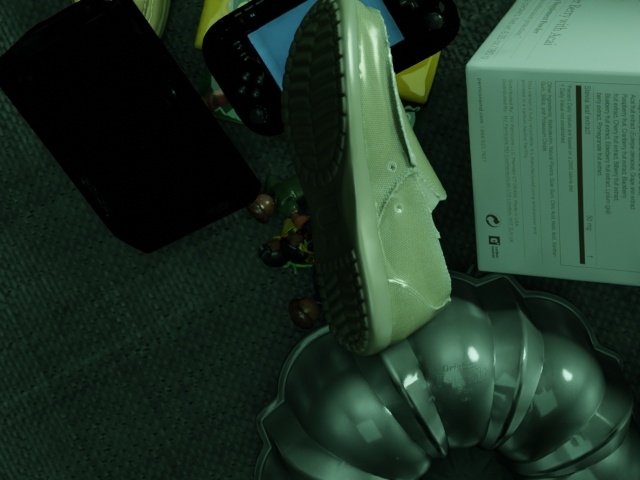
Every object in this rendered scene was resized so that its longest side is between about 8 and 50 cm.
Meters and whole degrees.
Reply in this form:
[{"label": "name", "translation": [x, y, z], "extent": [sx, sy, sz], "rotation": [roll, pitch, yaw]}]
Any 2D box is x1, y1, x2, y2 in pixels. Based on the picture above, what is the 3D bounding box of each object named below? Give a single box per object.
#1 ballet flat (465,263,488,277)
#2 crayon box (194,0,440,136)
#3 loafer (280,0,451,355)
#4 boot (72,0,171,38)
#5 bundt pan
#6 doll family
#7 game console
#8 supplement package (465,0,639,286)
[{"label": "ballet flat", "translation": [0.102, 0.110, 1.213], "extent": [0.070, 0.070, 0.188], "rotation": [34, 96, 3]}, {"label": "crayon box", "translation": [0.020, -0.239, 1.202], "extent": [0.202, 0.081, 0.319], "rotation": [13, 94, 4]}, {"label": "loafer", "translation": [0.038, -0.052, 1.079], "extent": [0.092, 0.102, 0.269], "rotation": [-7, 92, -30]}, {"label": "boot", "translation": [-0.183, -0.281, 1.154], "extent": [0.095, 0.203, 0.262], "rotation": [-1, 91, 5]}, {"label": "bundt pan", "translation": [0.112, 0.195, 1.146], "extent": [0.330, 0.124, 0.331], "rotation": [-2, 105, -6]}, {"label": "doll family", "translation": [0.000, 0.000, 1.178], "extent": [0.111, 0.193, 0.076], "rotation": [-29, 115, -7]}, {"label": "game console", "translation": [-0.069, -0.140, 1.151], "extent": [0.361, 0.044, 0.213], "rotation": [-26, 114, 23]}, {"label": "supplement package", "translation": [0.275, -0.078, 1.075], "extent": [0.292, 0.177, 0.175], "rotation": [5, 119, 21]}]
